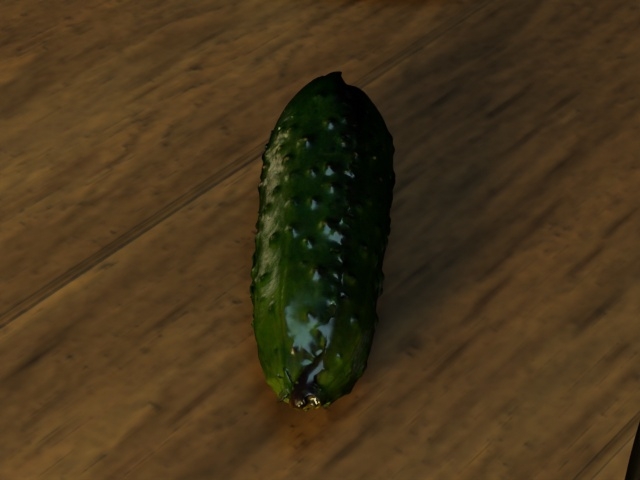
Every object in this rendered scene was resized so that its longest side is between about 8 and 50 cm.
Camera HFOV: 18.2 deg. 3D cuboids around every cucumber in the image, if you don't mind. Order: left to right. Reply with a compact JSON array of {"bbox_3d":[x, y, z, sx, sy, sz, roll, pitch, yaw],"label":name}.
[{"bbox_3d":[0.000,0.000,0.926,0.069,0.069,0.227,7,41,-1],"label":"cucumber"}]

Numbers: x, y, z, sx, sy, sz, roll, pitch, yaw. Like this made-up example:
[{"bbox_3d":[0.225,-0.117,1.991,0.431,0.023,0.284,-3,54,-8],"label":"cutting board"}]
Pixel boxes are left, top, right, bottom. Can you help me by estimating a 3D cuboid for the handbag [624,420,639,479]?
[{"bbox_3d":[0.223,0.164,0.722,0.257,0.113,0.285,18,37,1],"label":"handbag"}]
